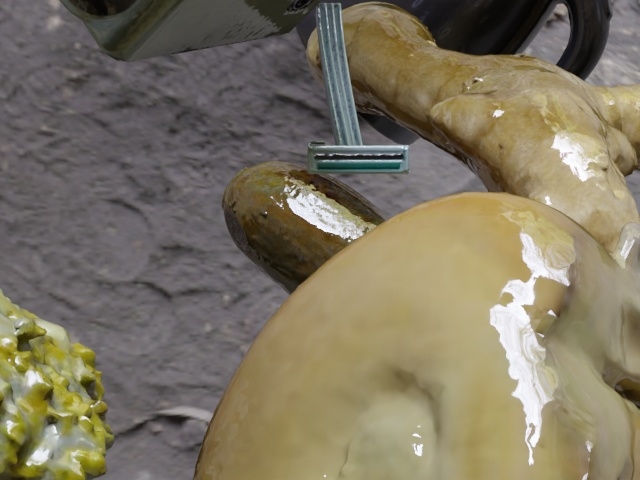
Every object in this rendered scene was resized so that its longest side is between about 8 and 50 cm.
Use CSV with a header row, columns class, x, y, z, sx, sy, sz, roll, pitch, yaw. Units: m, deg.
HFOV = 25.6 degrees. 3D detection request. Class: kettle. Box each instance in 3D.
class,x,y,z,sx,sy,sz,roll,pitch,yaw
kettle,0.158,-0.241,1.487,0.290,0.207,0.268,-37,87,21

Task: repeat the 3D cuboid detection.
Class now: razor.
class,x,y,z,sx,sy,sz,roll,pitch,yaw
razor,0.014,-0.103,0.979,0.191,0.068,0.037,-100,14,-48

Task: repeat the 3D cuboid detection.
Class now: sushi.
class,x,y,z,sx,sy,sz,roll,pitch,yaw
sushi,-0.365,0.212,1.384,0.240,0.396,0.351,34,92,-18

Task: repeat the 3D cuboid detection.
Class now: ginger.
class,x,y,z,sx,sy,sz,roll,pitch,yaw
ginger,0.122,-0.095,1.016,0.363,0.348,0.122,24,107,14

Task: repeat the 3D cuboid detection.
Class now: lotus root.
class,x,y,z,sx,sy,sz,roll,pitch,yaw
lotus root,0.000,0.000,1.432,0.241,0.124,0.123,38,118,22

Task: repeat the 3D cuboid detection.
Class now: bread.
class,x,y,z,sx,sy,sz,roll,pitch,yaw
bread,0.093,0.189,0.800,0.253,0.376,0.348,-6,64,31

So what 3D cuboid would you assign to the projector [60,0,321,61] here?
class,x,y,z,sx,sy,sz,roll,pitch,yaw
projector,-0.108,-0.241,0.835,0.099,0.192,0.256,-39,80,35
